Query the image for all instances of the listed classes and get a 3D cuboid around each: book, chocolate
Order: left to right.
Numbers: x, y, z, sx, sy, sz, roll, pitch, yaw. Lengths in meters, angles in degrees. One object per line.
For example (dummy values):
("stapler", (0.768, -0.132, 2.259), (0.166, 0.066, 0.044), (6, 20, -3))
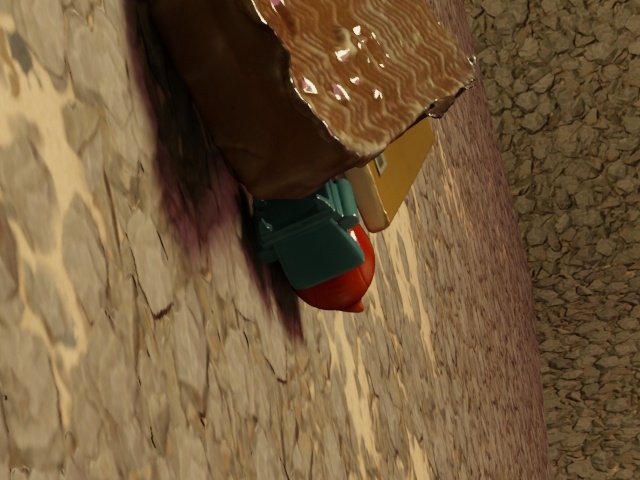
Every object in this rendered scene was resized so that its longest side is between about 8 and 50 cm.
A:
("chocolate", (-0.006, -0.109, 0.814), (0.148, 0.093, 0.214), (57, 33, -1))
("book", (0.012, -0.163, 1.101), (0.269, 0.032, 0.389), (65, 13, -6))

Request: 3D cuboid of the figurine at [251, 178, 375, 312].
("figurine", (0.000, 0.000, 0.904), (0.140, 0.068, 0.075), (57, 13, -54))
